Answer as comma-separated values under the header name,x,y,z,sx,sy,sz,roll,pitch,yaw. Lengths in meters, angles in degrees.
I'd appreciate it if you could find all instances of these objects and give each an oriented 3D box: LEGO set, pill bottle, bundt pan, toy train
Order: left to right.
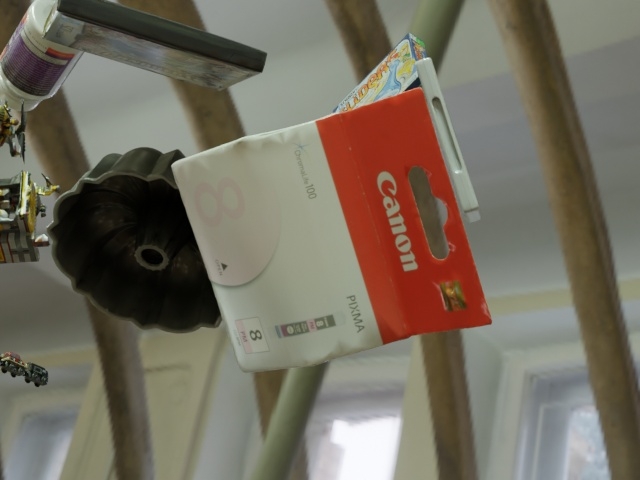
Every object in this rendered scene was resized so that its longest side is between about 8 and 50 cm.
name,x,y,z,sx,sy,sz,roll,pitch,yaw
LEGO set,-0.432,-0.121,1.424,0.192,0.331,0.254,-3,-46,-7
toy train,-0.504,0.201,1.835,0.027,0.036,0.158,-18,-32,27
pill bottle,-0.457,-0.297,1.822,0.108,0.108,0.193,26,-44,-23
bundt pan,-0.246,-0.013,1.738,0.331,0.124,0.330,6,-47,7

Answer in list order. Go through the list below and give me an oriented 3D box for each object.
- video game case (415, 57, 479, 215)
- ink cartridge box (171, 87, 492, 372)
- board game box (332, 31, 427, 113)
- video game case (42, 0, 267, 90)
name,x,y,z,sx,sy,sz,roll,pitch,yaw
video game case,0.166,-0.121,1.434,0.023,0.193,0.212,-18,-5,8
ink cartridge box,0.000,0.000,0.873,0.066,0.189,0.232,-22,7,-42
board game box,0.099,-0.233,1.853,0.035,0.136,0.201,30,-57,-26
video game case,-0.236,-0.269,1.544,0.275,0.035,0.248,15,-3,-18
